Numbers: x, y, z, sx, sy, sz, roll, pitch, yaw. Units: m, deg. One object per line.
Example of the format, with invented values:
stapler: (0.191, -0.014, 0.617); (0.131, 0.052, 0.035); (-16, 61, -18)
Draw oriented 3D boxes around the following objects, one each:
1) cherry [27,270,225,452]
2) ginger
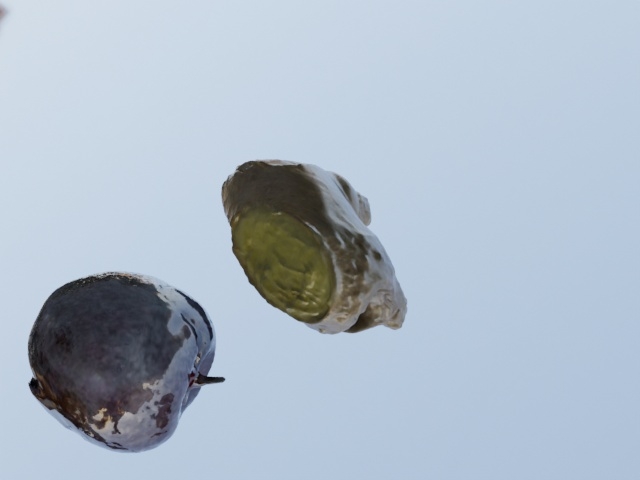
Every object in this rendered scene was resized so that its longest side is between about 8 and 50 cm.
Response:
cherry: (-0.202, 0.116, 1.583); (0.195, 0.195, 0.195); (-27, -143, 22)
ginger: (0.000, 0.000, 1.802); (0.130, 0.276, 0.221); (-54, 165, 26)
